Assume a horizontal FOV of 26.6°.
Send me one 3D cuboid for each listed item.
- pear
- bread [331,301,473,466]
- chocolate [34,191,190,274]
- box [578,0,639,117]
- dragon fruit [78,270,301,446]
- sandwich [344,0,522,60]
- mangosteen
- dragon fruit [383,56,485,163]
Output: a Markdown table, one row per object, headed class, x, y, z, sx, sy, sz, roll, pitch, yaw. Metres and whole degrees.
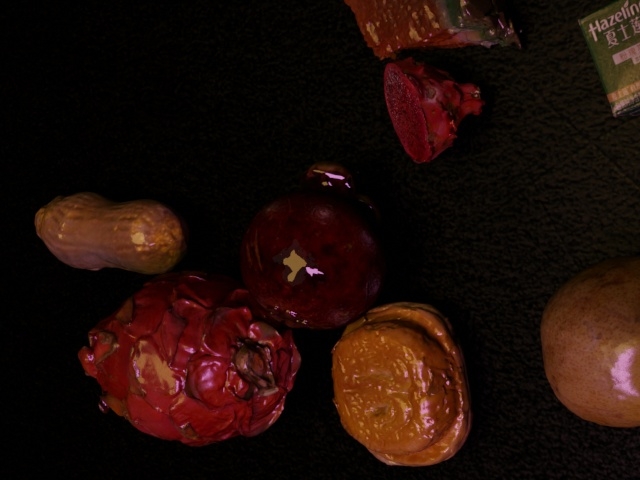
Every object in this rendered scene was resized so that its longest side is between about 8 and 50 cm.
| class | x | y | z | sx | sy | sz | roll | pitch | yaw |
| --- | --- | --- | --- | --- | --- | --- | --- | --- | --- |
| pear | 0.376 | 0.117 | 1.660 | 0.211 | 0.228 | 0.188 | 17 | 147 | 52 |
| bread | 0.117 | 0.206 | 1.918 | 0.198 | 0.120 | 0.236 | -11 | 91 | 35 |
| chocolate | -0.342 | -0.010 | 2.226 | 0.309 | 0.134 | 0.134 | 8 | 102 | 33 |
| box | 0.430 | -0.248 | 1.642 | 0.199 | 0.081 | 0.135 | -25 | 82 | 34 |
| dragon fruit | -0.186 | 0.178 | 2.043 | 0.342 | 0.277 | 0.278 | 3 | 99 | 42 |
| sandwich | 0.126 | -0.358 | 1.832 | 0.212 | 0.109 | 0.292 | -22 | 84 | 36 |
| mangosteen | 0.000 | 0.000 | 1.928 | 0.215 | 0.215 | 0.258 | 6 | 67 | 36 |
| dragon fruit | 0.160 | -0.187 | 1.854 | 0.153 | 0.110 | 0.153 | 164 | 90 | -76 |
